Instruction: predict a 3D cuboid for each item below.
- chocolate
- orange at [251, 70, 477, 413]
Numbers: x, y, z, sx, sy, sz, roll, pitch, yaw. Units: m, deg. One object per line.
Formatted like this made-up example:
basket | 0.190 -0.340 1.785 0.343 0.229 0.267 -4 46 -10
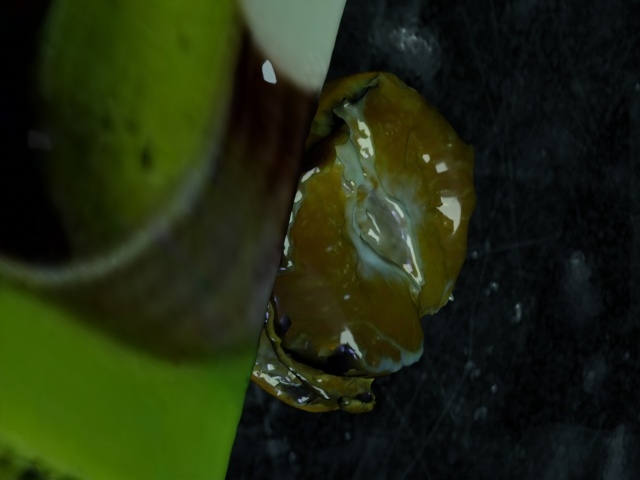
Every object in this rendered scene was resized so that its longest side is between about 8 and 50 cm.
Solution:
chocolate | -0.132 -0.064 0.395 0.289 0.137 0.301 37 52 -35
orange | 0.000 0.000 0.583 0.170 0.112 0.160 36 60 -61
